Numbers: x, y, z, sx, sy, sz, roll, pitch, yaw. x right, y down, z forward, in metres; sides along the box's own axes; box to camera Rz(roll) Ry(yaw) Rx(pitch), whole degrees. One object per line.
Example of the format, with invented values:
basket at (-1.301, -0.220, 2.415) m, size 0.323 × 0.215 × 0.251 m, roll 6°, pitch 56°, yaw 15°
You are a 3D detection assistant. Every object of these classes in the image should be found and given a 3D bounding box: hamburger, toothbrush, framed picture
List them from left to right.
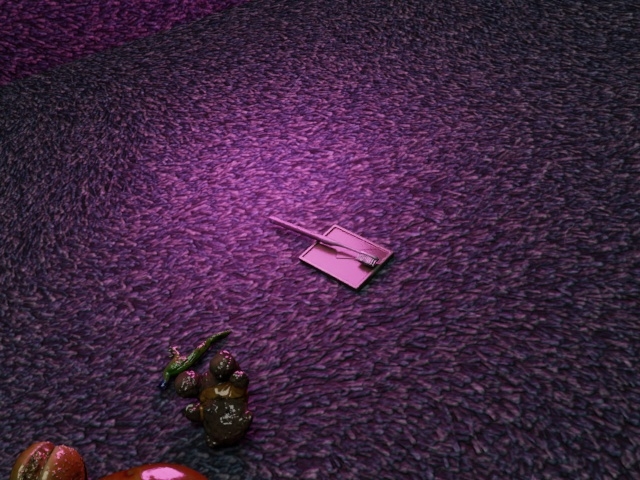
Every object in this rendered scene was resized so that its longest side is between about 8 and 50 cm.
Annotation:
hamburger at (-0.560, 0.504, 1.763) m, size 0.118 × 0.191 × 0.182 m, roll -5°, pitch 38°, yaw 8°
toothbrush at (0.000, 0.000, 2.209) m, size 0.354 × 0.024 × 0.029 m, roll 22°, pitch 62°, yaw 32°
framed picture at (0.065, 0.041, 2.177) m, size 0.203 × 0.015 × 0.150 m, roll 26°, pitch 57°, yaw 35°

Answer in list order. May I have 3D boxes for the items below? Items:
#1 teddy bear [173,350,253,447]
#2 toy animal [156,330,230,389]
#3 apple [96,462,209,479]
teddy bear at (-0.216, 0.356, 1.874) m, size 0.177 × 0.140 × 0.190 m, roll -34°, pitch 49°, yaw 19°
toy animal at (-0.317, 0.270, 2.039) m, size 0.075 × 0.041 × 0.217 m, roll 29°, pitch 55°, yaw 34°
apple at (-0.309, 0.575, 1.527) m, size 0.339 × 0.339 × 0.339 m, roll -8°, pitch 45°, yaw 8°
